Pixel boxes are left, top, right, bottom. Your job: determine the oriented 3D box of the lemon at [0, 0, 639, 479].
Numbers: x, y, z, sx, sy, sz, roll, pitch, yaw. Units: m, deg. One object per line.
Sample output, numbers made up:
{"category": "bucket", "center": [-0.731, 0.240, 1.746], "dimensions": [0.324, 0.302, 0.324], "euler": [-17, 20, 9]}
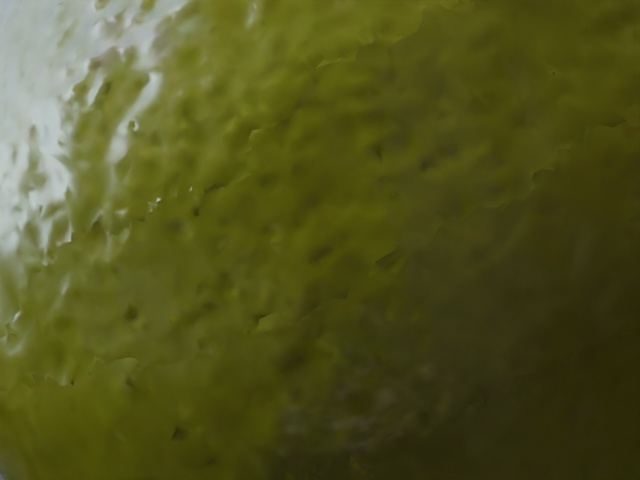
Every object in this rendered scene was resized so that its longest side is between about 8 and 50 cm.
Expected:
{"category": "lemon", "center": [0.000, 0.000, 0.691], "dimensions": [0.364, 0.364, 0.364], "euler": [-7, -61, -13]}
